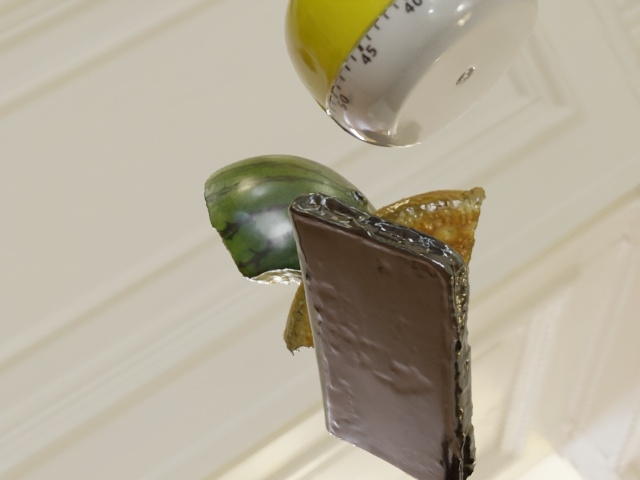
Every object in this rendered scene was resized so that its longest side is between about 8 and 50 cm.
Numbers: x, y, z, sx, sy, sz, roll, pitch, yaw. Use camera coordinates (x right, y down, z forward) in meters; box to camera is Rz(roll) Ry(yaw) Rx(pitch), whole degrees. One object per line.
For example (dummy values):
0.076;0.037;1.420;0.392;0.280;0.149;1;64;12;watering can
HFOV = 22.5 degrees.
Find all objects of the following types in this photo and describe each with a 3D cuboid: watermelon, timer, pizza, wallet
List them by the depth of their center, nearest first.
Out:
0.059;0.094;1.385;0.165;0.042;0.309;21;-39;26;wallet
0.064;-0.262;1.676;0.285;0.285;0.285;45;-25;29;timer
0.090;0.049;1.839;0.197;0.292;0.058;43;13;-26;pizza
0.000;0.000;2.258;0.331;0.189;0.331;56;14;-21;watermelon
